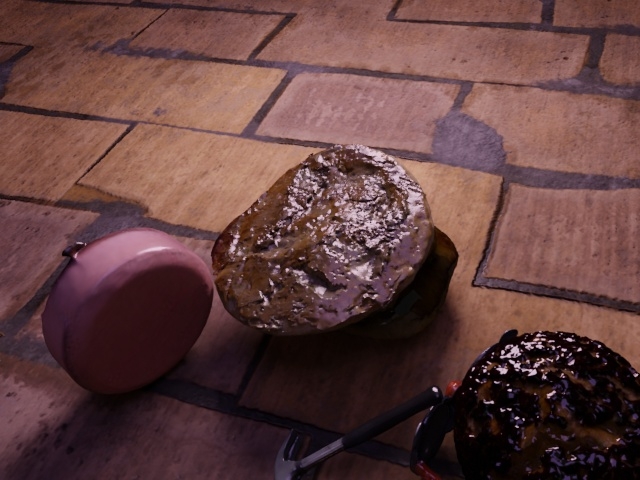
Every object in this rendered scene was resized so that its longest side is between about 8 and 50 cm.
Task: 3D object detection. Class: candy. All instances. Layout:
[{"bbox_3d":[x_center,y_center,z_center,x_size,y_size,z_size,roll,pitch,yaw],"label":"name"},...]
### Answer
[{"bbox_3d":[-0.273,0.098,0.898,0.094,0.255,0.255,31,54,33],"label":"candy"}]

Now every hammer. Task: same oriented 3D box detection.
[{"bbox_3d":[0.044,0.242,0.785,0.246,0.029,0.103,-34,33,13],"label":"hammer"}]

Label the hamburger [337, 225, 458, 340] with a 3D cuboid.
[{"bbox_3d":[0.070,0.042,1.006,0.285,0.134,0.265,10,56,31],"label":"hamburger"}]

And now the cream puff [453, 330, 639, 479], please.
[{"bbox_3d":[0.264,0.208,0.669,0.239,0.165,0.239,5,56,-8],"label":"cream puff"}]

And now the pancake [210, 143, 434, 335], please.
[{"bbox_3d":[-0.001,-0.001,0.938,0.356,0.065,0.356,-13,45,14],"label":"pancake"}]

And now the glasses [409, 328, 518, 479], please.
[{"bbox_3d":[0.265,0.257,0.758,0.268,0.118,0.234,31,53,34],"label":"glasses"}]

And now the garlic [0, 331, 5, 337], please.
[{"bbox_3d":[-0.620,0.229,0.914,0.237,0.210,0.292,38,46,-3],"label":"garlic"}]
